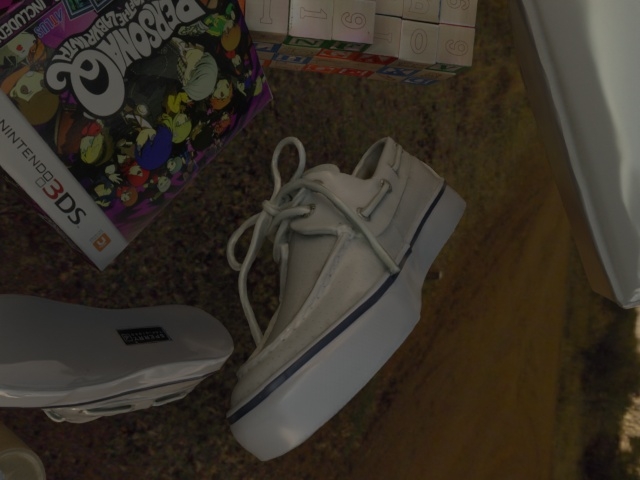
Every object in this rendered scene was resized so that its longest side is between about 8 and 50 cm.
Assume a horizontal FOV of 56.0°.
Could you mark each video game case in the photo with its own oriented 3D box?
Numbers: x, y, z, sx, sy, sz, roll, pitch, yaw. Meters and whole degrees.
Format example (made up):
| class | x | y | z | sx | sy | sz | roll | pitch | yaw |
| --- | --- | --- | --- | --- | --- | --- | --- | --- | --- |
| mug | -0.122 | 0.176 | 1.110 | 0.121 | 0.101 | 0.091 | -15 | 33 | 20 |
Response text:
| class | x | y | z | sx | sy | sz | roll | pitch | yaw |
| --- | --- | --- | --- | --- | --- | --- | --- | --- | --- |
| video game case | -0.148 | -0.120 | 0.465 | 0.232 | 0.042 | 0.210 | -50 | 149 | -21 |

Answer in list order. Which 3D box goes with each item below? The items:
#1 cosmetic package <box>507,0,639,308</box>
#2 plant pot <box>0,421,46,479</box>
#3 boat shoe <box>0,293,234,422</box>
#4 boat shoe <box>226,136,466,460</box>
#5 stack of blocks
| class | x | y | z | sx | sy | sz | roll | pitch | yaw |
| --- | --- | --- | --- | --- | --- | --- | --- | --- | --- |
| cosmetic package | 0.406 | -0.150 | 0.536 | 0.329 | 0.394 | 0.327 | 6 | 68 | -69 |
| plant pot | -0.453 | 0.264 | 0.652 | 0.256 | 0.274 | 0.256 | 6 | 90 | -71 |
| boat shoe | -0.190 | 0.103 | 0.488 | 0.088 | 0.096 | 0.268 | -53 | 153 | 19 |
| boat shoe | 0.006 | -0.005 | 0.474 | 0.156 | 0.136 | 0.367 | 47 | 38 | -3 |
| stack of blocks | 0.016 | -0.243 | 0.665 | 0.171 | 0.297 | 0.087 | -153 | -113 | -77 |
